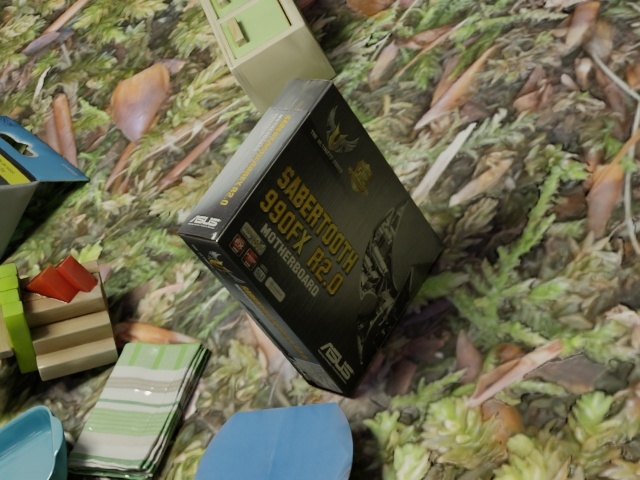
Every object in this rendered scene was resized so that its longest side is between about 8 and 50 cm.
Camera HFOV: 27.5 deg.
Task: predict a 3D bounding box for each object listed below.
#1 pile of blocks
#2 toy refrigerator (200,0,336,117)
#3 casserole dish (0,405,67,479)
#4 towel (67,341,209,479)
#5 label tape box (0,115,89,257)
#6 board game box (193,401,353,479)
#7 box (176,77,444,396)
[{"bbox_3d":[-0.390,0.065,1.372,0.362,0.113,0.149,2,41,9],"label":"pile of blocks"},{"bbox_3d":[-0.079,-0.273,1.582,0.102,0.094,0.269,-30,42,6],"label":"toy refrigerator"},{"bbox_3d":[-0.314,0.242,1.284,0.188,0.037,0.114,-34,40,14],"label":"casserole dish"},{"bbox_3d":[-0.184,0.164,1.294,0.113,0.023,0.152,-1,51,32],"label":"towel"},{"bbox_3d":[-0.497,-0.060,1.597,0.347,0.115,0.249,-8,29,-38],"label":"label tape box"},{"bbox_3d":[-0.036,0.212,1.144,0.168,0.033,0.133,-11,51,33],"label":"board game box"},{"bbox_3d":[0.000,0.000,1.166,0.056,0.231,0.183,12,59,45],"label":"box"}]
